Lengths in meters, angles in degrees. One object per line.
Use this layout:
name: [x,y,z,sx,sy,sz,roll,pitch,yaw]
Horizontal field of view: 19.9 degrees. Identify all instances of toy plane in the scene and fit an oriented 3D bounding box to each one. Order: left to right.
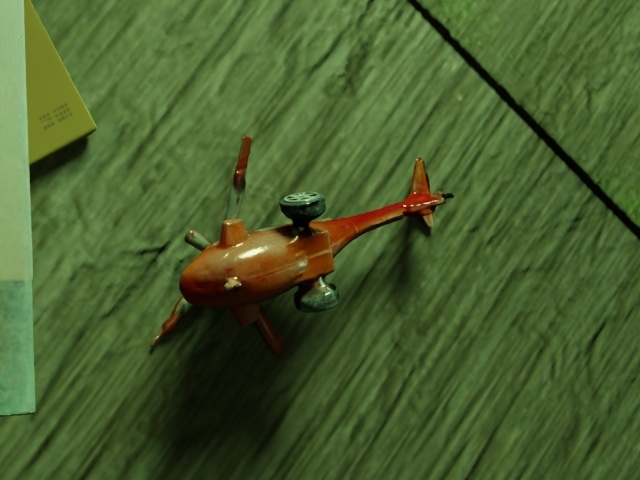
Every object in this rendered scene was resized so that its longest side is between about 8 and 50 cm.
toy plane: [0.000,0.008,1.048,0.194,0.077,0.126,5,94,-37]

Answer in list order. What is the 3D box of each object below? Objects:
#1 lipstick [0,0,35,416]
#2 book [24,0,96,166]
lipstick: [-0.197,-0.095,0.925,0.080,0.076,0.371,-2,88,-28]
book: [-0.207,-0.109,0.972,0.118,0.012,0.172,-31,102,-26]
